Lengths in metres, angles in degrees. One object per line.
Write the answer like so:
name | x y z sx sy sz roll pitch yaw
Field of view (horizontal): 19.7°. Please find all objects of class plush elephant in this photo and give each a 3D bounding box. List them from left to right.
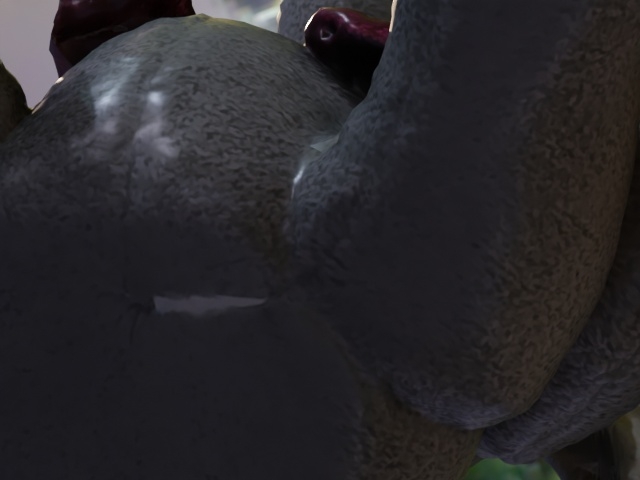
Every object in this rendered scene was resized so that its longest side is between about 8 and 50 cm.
plush elephant | 0.000 0.000 0.530 0.255 0.272 0.330 -46 -47 -69
